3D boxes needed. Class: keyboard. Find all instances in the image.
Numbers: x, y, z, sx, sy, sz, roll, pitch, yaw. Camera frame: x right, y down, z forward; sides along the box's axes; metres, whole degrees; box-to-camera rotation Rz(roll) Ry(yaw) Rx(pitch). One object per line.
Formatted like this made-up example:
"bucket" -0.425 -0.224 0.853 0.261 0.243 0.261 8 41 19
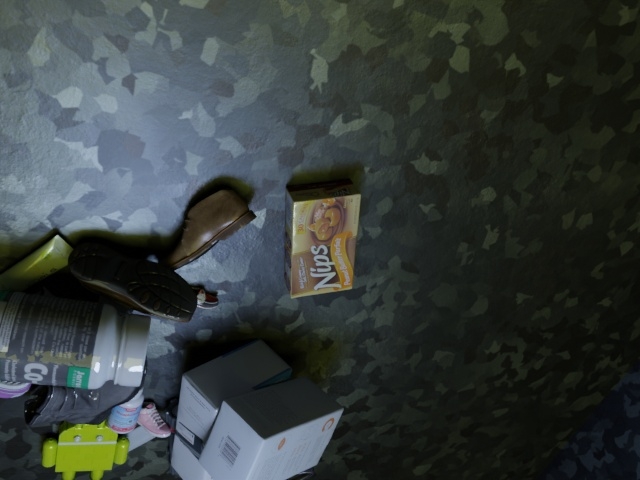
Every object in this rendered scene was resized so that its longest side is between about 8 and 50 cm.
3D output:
"keyboard" -0.622 0.645 1.952 0.256 0.014 0.072 -29 123 1

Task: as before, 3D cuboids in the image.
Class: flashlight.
"flashlight" -0.434 0.632 1.952 0.103 0.103 0.304 -7 125 -18

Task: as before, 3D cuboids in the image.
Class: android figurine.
"android figurine" -0.711 0.630 1.873 0.248 0.056 0.273 8 119 -23

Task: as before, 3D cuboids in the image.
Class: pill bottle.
"pill bottle" -0.594 0.238 1.442 0.361 0.204 0.204 10 121 -15
"pill bottle" -0.567 0.480 1.803 0.087 0.087 0.160 9 119 -25

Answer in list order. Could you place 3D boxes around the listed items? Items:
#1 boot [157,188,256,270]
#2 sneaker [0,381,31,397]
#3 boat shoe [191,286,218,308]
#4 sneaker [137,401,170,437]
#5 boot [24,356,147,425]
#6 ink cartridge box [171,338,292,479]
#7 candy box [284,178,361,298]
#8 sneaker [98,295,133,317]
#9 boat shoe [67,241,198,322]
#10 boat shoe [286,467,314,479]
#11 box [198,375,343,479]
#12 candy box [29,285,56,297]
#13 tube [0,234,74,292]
"boot" -0.312 -0.019 1.556 0.305 0.112 0.115 -35 98 13
"sneaker" -0.891 0.336 1.581 0.282 0.102 0.161 28 142 -13
"boat shoe" -0.339 0.150 1.678 0.137 0.049 0.043 18 114 -24
"sneaker" -0.504 0.535 1.854 0.051 0.134 0.070 -21 132 -60
"boot" -0.635 0.401 1.659 0.222 0.118 0.338 18 120 -48
"ink cartridge box" -0.268 0.529 1.832 0.285 0.166 0.395 -20 135 -42
"candy box" 0.000 0.000 1.665 0.183 0.087 0.316 -7 127 -15
"sneaker" -0.543 0.199 1.626 0.091 0.126 0.240 24 87 -4
"boat shoe" -0.460 0.111 1.521 0.324 0.122 0.120 27 148 -4
"boat shoe" -0.152 0.865 2.223 0.285 0.092 0.103 -28 129 1
"box" -0.129 0.536 1.704 0.345 0.168 0.215 0 118 -53
"candy box" -0.708 0.246 1.597 0.159 0.071 0.233 -31 129 2
"tube" -0.707 0.077 1.488 0.240 0.070 0.062 -32 88 -2
